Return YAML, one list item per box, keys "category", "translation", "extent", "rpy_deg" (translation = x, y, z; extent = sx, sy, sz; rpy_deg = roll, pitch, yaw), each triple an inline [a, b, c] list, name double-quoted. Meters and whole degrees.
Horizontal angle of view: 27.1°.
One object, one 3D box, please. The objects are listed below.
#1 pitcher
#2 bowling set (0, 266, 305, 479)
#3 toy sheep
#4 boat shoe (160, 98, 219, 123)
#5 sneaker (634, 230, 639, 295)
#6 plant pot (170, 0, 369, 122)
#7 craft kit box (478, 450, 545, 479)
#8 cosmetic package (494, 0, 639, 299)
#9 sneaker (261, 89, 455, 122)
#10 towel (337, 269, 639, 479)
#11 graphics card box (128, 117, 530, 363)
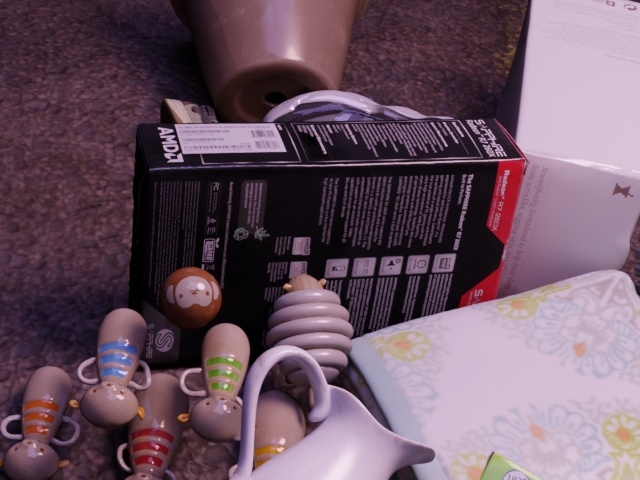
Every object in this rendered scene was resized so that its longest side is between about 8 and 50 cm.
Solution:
- category: "pitcher"
  translation: [-0.028, 0.207, 1.079]
  extent: [0.177, 0.125, 0.207]
  rpy_deg: [42, 71, -14]
- category: "bowling set"
  translation: [-0.142, 0.136, 1.151]
  extent: [0.286, 0.200, 0.154]
  rpy_deg: [4, 41, -1]
- category: "toy sheep"
  translation: [-0.010, 0.093, 1.239]
  extent: [0.091, 0.091, 0.132]
  rpy_deg: [-5, 69, -18]
- category: "boat shoe"
  translation: [-0.122, -0.098, 1.522]
  extent: [0.073, 0.080, 0.223]
  rpy_deg: [-13, 40, -19]
- category: "sneaker"
  translation: [0.394, 0.047, 1.366]
  extent: [0.132, 0.229, 0.086]
  rpy_deg: [-5, 20, -30]
- category: "plant pot"
  translation: [-0.058, -0.262, 1.627]
  extent: [0.263, 0.263, 0.229]
  rpy_deg: [2, 56, -10]
- category: "craft kit box"
  translation: [0.178, 0.327, 1.002]
  extent: [0.249, 0.061, 0.247]
  rpy_deg: [30, 70, 13]
- category: "cosmetic package"
  translation: [0.280, -0.110, 1.522]
  extent: [0.156, 0.217, 0.385]
  rpy_deg: [14, 37, 4]
- category: "sneaker"
  translation: [0.062, -0.087, 1.530]
  extent: [0.268, 0.101, 0.153]
  rpy_deg: [8, 36, -7]
- category: "towel"
  translation: [0.221, 0.198, 1.219]
  extent: [0.320, 0.090, 0.374]
  rpy_deg: [-12, 47, -18]
- category: "graphics card box"
  translation: [0.000, 0.000, 1.308]
  extent: [0.370, 0.233, 0.094]
  rpy_deg: [-4, 36, -16]
